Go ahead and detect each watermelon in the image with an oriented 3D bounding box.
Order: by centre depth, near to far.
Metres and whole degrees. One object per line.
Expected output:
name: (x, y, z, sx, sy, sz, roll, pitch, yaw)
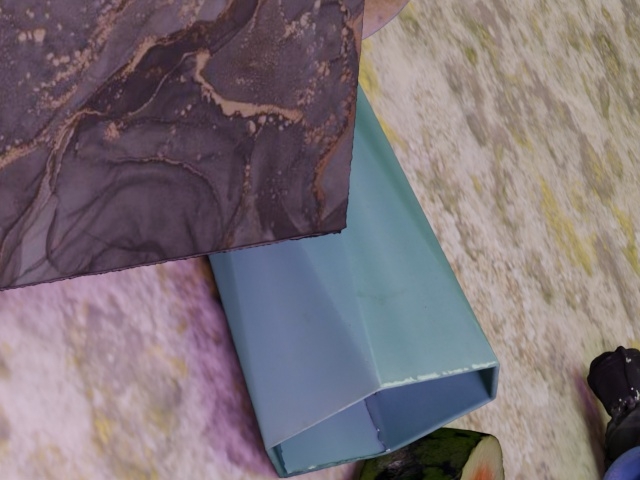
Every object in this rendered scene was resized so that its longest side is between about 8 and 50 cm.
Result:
watermelon: (0.071, 0.178, 0.963, 0.245, 0.063, 0.119, -41, 123, -68)

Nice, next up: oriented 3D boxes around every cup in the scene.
cup: (0.000, 0.000, 0.893, 0.148, 0.134, 0.235, 84, -13, -67)

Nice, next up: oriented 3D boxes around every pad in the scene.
pad: (-0.105, -0.100, 0.649, 0.368, 0.007, 0.247, -10, 110, -45)

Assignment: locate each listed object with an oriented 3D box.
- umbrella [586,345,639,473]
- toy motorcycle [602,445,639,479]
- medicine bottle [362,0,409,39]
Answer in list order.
umbrella: (0.309, 0.251, 1.278, 0.128, 0.154, 0.336, -3, 46, -30)
toy motorcycle: (0.222, 0.286, 1.020, 0.232, 0.172, 0.416, 53, 47, 2)
medicine bottle: (-0.025, -0.231, 0.925, 0.151, 0.151, 0.322, 53, 12, -24)
